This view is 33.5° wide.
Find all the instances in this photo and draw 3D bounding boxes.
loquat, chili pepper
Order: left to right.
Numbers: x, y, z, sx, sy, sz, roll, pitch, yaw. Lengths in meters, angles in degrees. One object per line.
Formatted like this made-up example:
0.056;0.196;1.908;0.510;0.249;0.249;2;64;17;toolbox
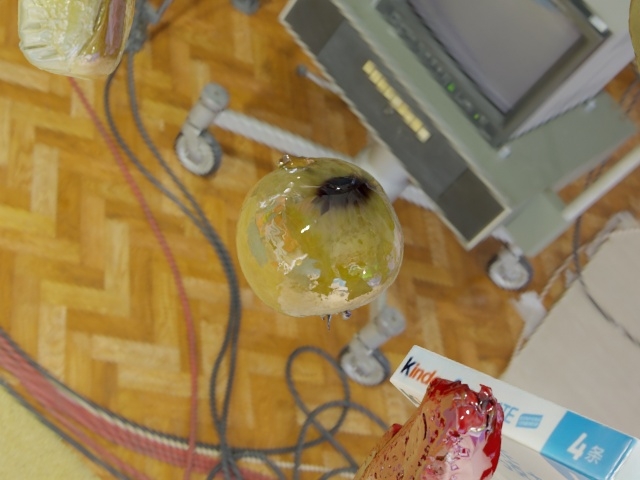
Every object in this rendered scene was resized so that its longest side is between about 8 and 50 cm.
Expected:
0.000;0.000;0.940;0.163;0.137;0.163;13;72;-47;loquat
0.053;0.213;0.752;0.110;0.387;0.110;11;44;-11;chili pepper

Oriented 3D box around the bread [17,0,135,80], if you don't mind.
-0.261;-0.295;1.159;0.106;0.140;0.236;3;93;6;bread

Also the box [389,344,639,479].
0.217;0.204;0.869;0.265;0.273;0.048;44;78;-26;box

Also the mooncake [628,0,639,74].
0.508;-0.253;1.091;0.378;0.378;0.201;-1;23;-36;mooncake
